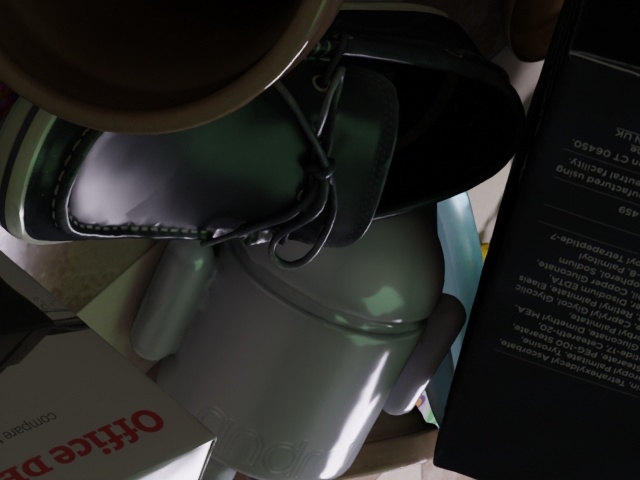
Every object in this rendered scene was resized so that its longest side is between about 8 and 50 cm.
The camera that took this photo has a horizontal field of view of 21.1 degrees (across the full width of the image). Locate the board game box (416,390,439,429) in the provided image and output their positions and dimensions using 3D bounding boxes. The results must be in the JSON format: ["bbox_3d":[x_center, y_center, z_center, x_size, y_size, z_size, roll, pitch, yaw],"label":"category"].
[{"bbox_3d":[0.095,0.194,1.991,0.259,0.039,0.124,-6,140,-36],"label":"board game box"}]

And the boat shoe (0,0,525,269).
[{"bbox_3d":[-0.024,-0.081,1.258,0.500,0.156,0.187,-13,131,-48],"label":"boat shoe"}]

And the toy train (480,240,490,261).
[{"bbox_3d":[0.238,0.028,2.035,0.166,0.125,0.046,-61,-167,10],"label":"toy train"}]

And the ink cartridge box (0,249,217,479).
[{"bbox_3d":[-0.252,0.107,1.028,0.223,0.307,0.129,-21,141,-50],"label":"ink cartridge box"}]

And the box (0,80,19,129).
[{"bbox_3d":[-0.201,-0.124,1.138,0.186,0.038,0.145,-16,136,-51],"label":"box"}]

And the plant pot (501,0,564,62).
[{"bbox_3d":[0.254,-0.288,1.719,0.236,0.032,0.236,-40,153,-25],"label":"plant pot"}]

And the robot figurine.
[{"bbox_3d":[-0.017,0.074,1.523,0.300,0.200,0.353,12,117,-29],"label":"robot figurine"}]

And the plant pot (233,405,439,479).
[{"bbox_3d":[0.001,0.180,1.744,0.237,0.237,0.110,-5,88,-58],"label":"plant pot"}]

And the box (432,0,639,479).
[{"bbox_3d":[0.328,-0.070,1.541,0.480,0.297,0.472,-68,172,-49],"label":"box"}]

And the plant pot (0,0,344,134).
[{"bbox_3d":[-0.074,-0.212,1.032,0.263,0.263,0.229,-63,170,22],"label":"plant pot"}]

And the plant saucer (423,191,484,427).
[{"bbox_3d":[0.135,0.072,1.774,0.317,0.043,0.318,-9,90,-76],"label":"plant saucer"}]
